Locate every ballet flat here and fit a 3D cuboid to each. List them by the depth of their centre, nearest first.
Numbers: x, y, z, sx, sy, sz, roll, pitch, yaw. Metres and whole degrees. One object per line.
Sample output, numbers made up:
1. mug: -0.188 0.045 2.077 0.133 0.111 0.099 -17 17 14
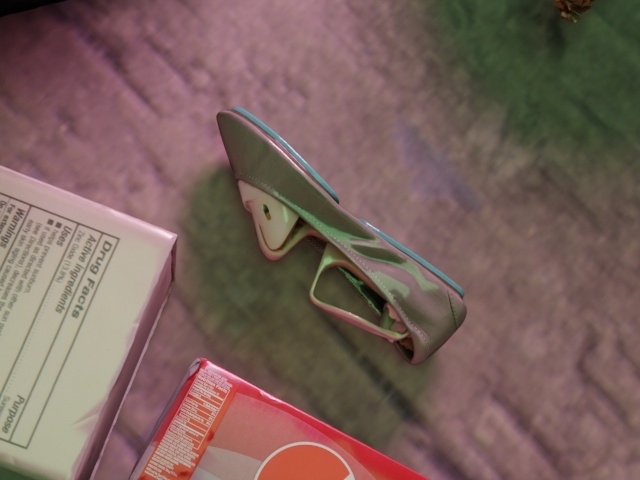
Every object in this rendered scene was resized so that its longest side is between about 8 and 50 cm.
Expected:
1. ballet flat: 0.000 0.000 0.607 0.213 0.072 0.068 40 79 1

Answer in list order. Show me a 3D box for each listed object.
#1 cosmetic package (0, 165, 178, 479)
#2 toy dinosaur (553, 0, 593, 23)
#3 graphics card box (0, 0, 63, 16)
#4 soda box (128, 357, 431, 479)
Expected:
1. cosmetic package: -0.246 0.023 0.535 0.296 0.129 0.153 23 74 -2
2. toy dinosaur: 0.303 -0.247 0.694 0.322 0.164 0.218 -42 71 3
3. graphics card box: -0.266 -0.223 0.512 0.371 0.094 0.232 -5 76 24
4. soda box: 0.021 0.167 0.560 0.263 0.092 0.083 29 78 -2
